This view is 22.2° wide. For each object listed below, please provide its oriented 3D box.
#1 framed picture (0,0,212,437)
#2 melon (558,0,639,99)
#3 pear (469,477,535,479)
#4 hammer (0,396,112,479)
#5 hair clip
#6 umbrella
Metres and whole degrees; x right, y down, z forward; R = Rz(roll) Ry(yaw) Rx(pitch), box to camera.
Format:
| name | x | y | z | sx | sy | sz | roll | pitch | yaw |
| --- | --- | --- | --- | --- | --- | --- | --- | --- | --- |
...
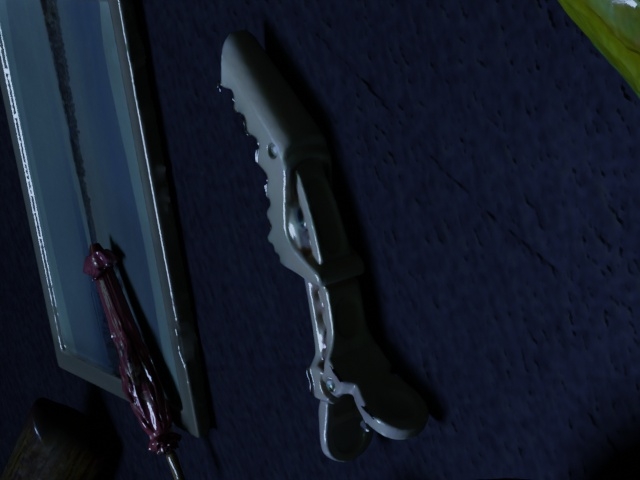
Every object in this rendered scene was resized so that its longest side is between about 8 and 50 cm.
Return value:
| name | x | y | z | sx | sy | sz | roll | pitch | yaw |
| --- | --- | --- | --- | --- | --- | --- | --- | --- | --- |
| framed picture | -0.149 | -0.032 | 1.059 | 0.213 | 0.016 | 0.289 | 16 | 119 | 56 |
| melon | 0.129 | -0.090 | 0.377 | 0.331 | 0.226 | 0.343 | -31 | 93 | 48 |
| pear | 0.075 | 0.188 | 0.636 | 0.200 | 0.200 | 0.200 | 35 | 134 | 47 |
| hammer | -0.249 | 0.269 | 1.269 | 0.095 | 0.242 | 0.409 | -79 | 16 | -55 |
| hair clip | 0.000 | 0.000 | 0.809 | 0.072 | 0.034 | 0.226 | -14 | 92 | 57 |
| umbrella | -0.116 | 0.079 | 1.025 | 0.027 | 0.025 | 0.165 | 127 | 123 | -75 |
